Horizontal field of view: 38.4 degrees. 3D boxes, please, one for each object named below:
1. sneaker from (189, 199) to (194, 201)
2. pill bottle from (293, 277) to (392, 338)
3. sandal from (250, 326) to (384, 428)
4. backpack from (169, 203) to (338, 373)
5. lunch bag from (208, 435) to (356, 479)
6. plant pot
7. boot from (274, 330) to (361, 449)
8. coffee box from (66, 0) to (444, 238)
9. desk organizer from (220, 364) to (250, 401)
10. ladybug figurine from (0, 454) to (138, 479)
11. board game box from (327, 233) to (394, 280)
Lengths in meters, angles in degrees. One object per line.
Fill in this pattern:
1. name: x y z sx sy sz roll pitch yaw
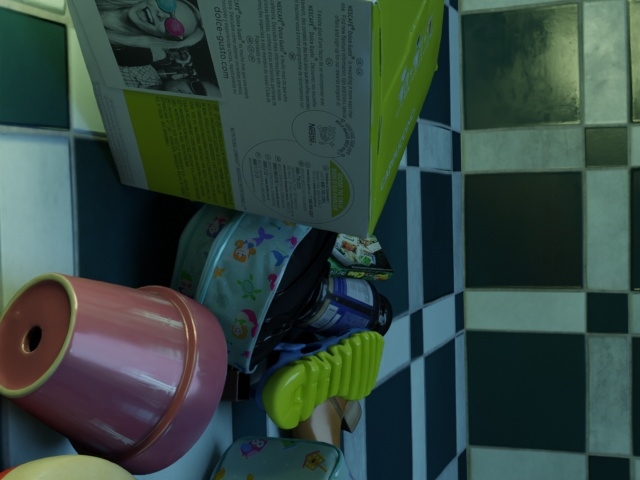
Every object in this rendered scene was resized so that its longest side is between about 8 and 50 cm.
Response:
1. sneaker: -0.159 -0.154 1.262 0.083 0.084 0.215 44 37 -31
2. pill bottle: 0.025 0.108 1.579 0.219 0.123 0.122 26 64 -46
3. sandal: -0.014 0.198 1.465 0.317 0.138 0.126 -4 107 -53
4. backpack: -0.091 0.041 1.222 0.253 0.191 0.225 -65 176 -52
5. lunch bag: -0.078 0.401 1.260 0.108 0.224 0.279 61 39 -32
6. plant pot: -0.227 0.124 0.947 0.180 0.201 0.201 35 56 -46
7. boot: -0.023 0.316 1.568 0.283 0.109 0.220 -59 137 -35
8. coffee box: -0.048 -0.258 1.072 0.338 0.334 0.337 87 20 -49
9. desk organizer: -0.133 0.171 1.352 0.047 0.050 0.130 18 72 -68
10. ladybug figurine: -0.254 0.384 0.886 0.305 0.162 0.449 -64 147 -48
11. board game box: 0.000 0.000 1.500 0.260 0.030 0.136 7 50 -43
